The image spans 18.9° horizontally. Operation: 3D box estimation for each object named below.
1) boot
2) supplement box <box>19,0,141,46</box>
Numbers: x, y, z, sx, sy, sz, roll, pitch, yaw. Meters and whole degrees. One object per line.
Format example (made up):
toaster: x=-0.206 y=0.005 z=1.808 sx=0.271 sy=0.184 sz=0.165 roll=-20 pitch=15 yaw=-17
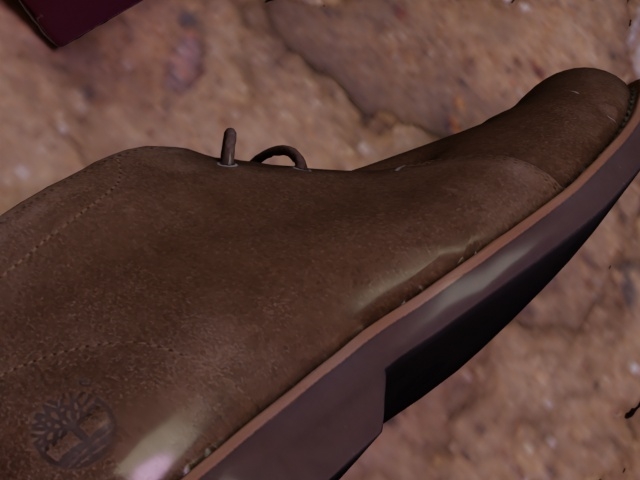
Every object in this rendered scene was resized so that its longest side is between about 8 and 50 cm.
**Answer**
boot: x=0.000 y=0.000 z=0.555 sx=0.115 sy=0.112 sz=0.305 roll=44 pitch=43 yaw=10
supplement box: x=-0.053 y=-0.163 z=0.621 sx=0.104 sy=0.081 sz=0.188 roll=51 pitch=40 yaw=-21
